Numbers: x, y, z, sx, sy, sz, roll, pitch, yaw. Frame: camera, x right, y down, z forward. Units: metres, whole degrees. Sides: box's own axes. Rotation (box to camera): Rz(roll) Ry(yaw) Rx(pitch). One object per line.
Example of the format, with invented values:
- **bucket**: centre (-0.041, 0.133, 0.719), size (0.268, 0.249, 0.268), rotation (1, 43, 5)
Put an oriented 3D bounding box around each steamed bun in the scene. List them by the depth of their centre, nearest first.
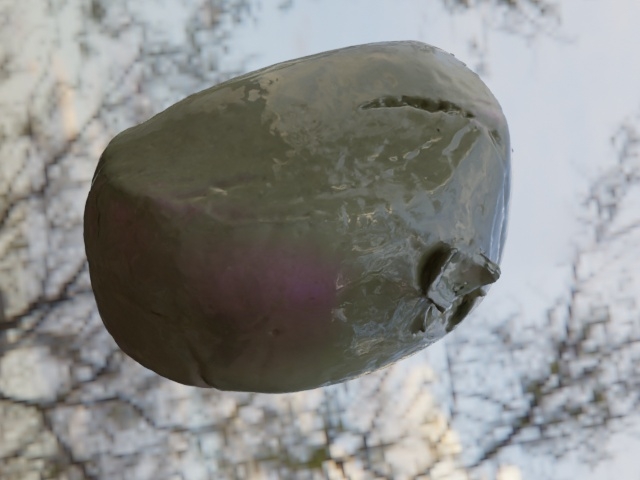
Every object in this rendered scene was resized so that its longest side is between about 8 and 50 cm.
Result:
- **steamed bun**: centre (0.000, 0.000, 0.919), size (0.152, 0.239, 0.170), rotation (52, -27, 35)
